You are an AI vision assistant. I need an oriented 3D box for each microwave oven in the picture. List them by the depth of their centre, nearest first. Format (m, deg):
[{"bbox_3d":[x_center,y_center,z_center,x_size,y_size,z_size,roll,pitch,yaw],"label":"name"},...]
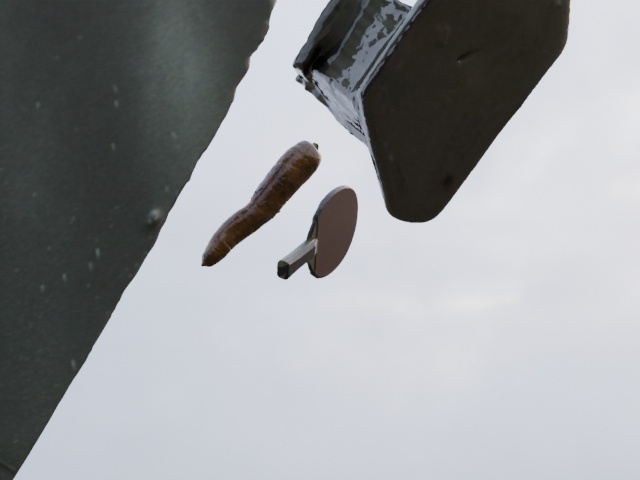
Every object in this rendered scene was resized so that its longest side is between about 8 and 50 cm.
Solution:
[{"bbox_3d":[-0.287,-0.076,0.846,0.236,0.374,0.432,40,-21,-34],"label":"microwave oven"}]

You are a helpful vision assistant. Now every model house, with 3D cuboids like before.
[{"bbox_3d":[0.069,-0.155,1.187,0.122,0.188,0.229,24,-75,-40],"label":"model house"}]

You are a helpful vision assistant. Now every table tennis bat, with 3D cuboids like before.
[{"bbox_3d":[0.000,0.000,1.553,0.014,0.095,0.158,17,30,23],"label":"table tennis bat"}]

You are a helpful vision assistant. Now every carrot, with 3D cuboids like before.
[{"bbox_3d":[-0.057,-0.033,1.460,0.165,0.035,0.035,-49,-10,-11],"label":"carrot"}]
